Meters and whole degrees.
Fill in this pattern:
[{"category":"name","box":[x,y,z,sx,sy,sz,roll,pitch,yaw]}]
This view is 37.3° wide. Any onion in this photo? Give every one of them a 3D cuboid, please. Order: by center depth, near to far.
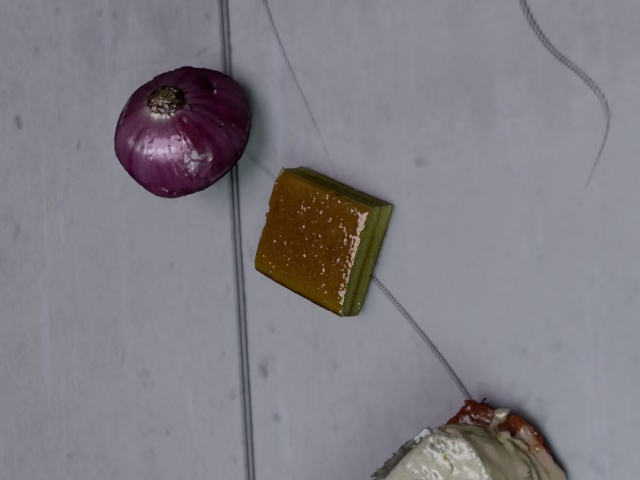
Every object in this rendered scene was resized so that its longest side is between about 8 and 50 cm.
[{"category":"onion","box":[-0.108,-0.085,0.770,0.115,0.104,0.115,-10,48,12]}]

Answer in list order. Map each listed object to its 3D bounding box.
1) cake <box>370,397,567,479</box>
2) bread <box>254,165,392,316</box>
[{"category":"cake","box":[0.053,0.179,0.651,0.220,0.086,0.116,-18,81,36]},{"category":"bread","box":[0.000,0.000,0.720,0.094,0.035,0.090,26,108,34]}]
